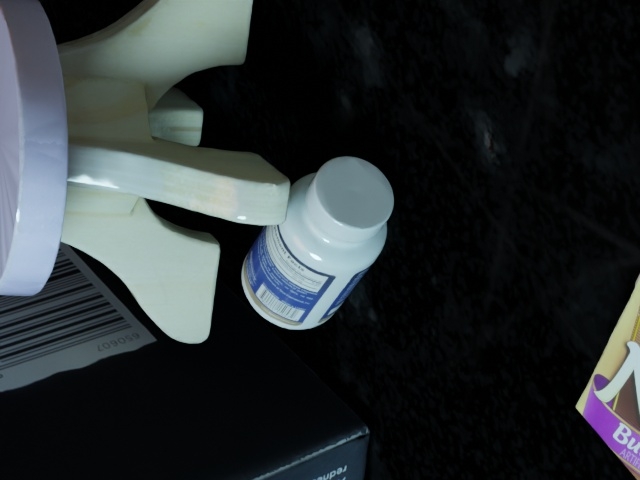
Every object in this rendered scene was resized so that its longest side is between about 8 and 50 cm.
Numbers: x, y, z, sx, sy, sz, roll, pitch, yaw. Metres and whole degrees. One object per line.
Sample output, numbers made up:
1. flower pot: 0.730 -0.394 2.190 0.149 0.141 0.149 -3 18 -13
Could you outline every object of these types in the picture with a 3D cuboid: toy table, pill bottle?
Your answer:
1. toy table: -0.131 -0.057 1.158 0.274 0.161 0.252 -121 38 -56
2. pill bottle: 0.000 0.000 1.131 0.067 0.067 0.120 60 149 16

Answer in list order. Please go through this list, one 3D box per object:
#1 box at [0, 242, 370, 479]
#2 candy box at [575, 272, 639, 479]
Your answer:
1. box: -0.228 0.224 1.414 0.480 0.297 0.471 43 139 40
2. candy box: 0.206 0.103 0.871 0.186 0.053 0.109 50 146 28
